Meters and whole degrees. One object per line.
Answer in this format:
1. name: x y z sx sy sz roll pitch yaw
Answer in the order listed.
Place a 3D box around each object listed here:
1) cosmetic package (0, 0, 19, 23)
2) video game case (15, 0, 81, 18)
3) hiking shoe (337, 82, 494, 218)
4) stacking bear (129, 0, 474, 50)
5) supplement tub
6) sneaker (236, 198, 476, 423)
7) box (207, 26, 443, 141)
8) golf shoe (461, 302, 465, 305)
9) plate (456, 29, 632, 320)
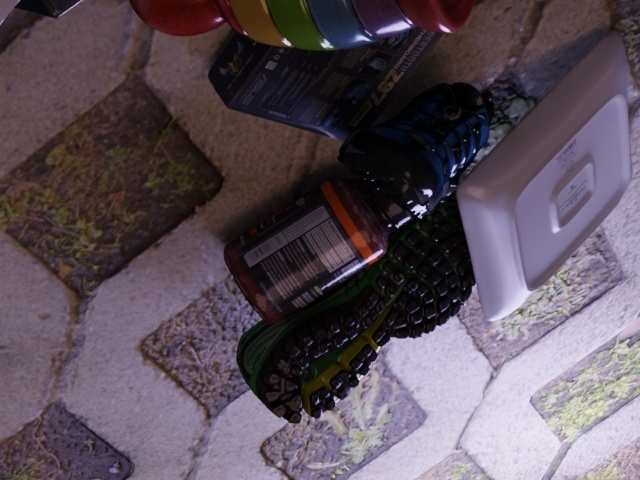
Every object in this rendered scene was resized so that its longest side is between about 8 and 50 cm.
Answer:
1. cosmetic package: -0.357 -0.224 0.985 0.138 0.224 0.225 -51 140 4
2. video game case: -0.120 -0.259 1.095 0.274 0.196 0.026 -37 114 -13
3. hiking shoe: 0.104 -0.108 1.467 0.132 0.113 0.304 -56 175 12
4. stacking bear: -0.030 -0.236 1.208 0.289 0.164 0.175 -3 157 23
5. supplement tub: 0.000 0.000 1.585 0.198 0.106 0.106 -32 142 3
6. sneaker: 0.043 0.056 1.674 0.343 0.146 0.134 -35 124 -16
7. box: 0.028 -0.209 1.399 0.183 0.059 0.232 12 127 -43
8. golf shoe: 0.170 0.044 1.761 0.176 0.086 0.069 -30 141 -2
9. plate: 0.275 -0.061 1.658 0.277 0.045 0.278 -44 146 -17
